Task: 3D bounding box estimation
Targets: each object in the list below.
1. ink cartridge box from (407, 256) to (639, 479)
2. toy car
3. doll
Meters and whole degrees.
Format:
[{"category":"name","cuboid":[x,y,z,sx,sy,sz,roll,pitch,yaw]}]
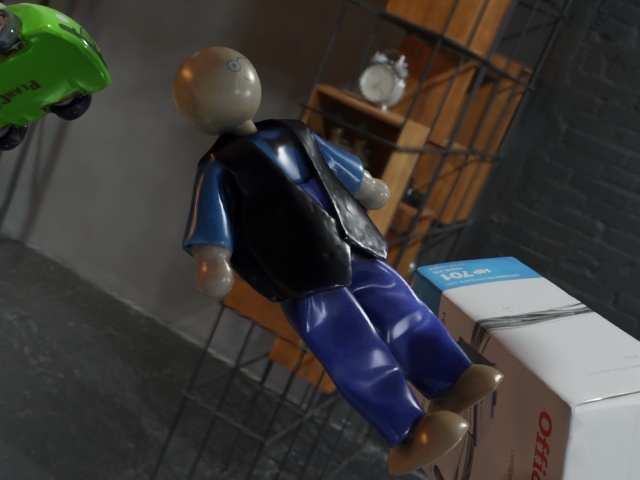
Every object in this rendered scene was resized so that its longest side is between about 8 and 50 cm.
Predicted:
[{"category":"ink cartridge box","cuboid":[0.125,0.108,0.530,0.082,0.140,0.191,-4,19,-16]},{"category":"toy car","cuboid":[-0.206,-0.066,0.444,0.239,0.225,0.053,45,30,-53]},{"category":"doll","cuboid":[0.000,0.000,0.372,0.189,0.046,0.129,53,41,0]}]
